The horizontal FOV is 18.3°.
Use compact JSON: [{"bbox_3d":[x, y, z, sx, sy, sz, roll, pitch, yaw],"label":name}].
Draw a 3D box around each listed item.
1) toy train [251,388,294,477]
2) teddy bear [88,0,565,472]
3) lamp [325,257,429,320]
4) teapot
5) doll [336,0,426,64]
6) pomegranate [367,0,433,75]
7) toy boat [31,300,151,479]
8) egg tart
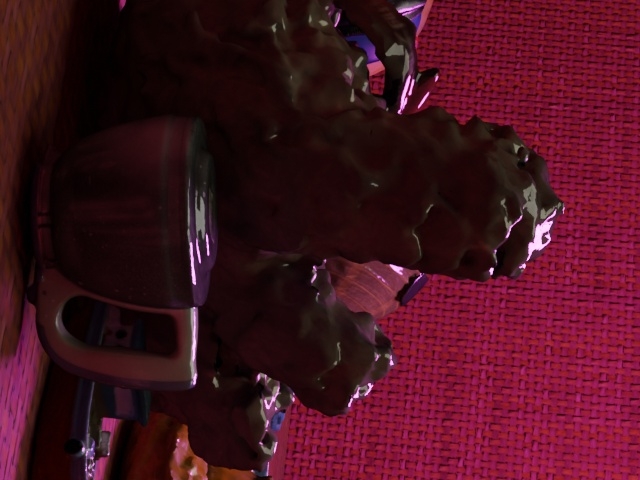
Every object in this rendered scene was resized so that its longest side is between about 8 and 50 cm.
[{"bbox_3d":[-0.094,0.210,1.873,0.194,0.120,0.298,-122,-143,-83],"label":"toy train"},{"bbox_3d":[-0.043,-0.027,1.323,0.357,0.224,0.367,61,-34,31],"label":"teddy bear"},{"bbox_3d":[0.000,0.000,2.098,0.250,0.250,0.284,87,21,-70],"label":"lamp"},{"bbox_3d":[-0.114,0.000,1.140,0.111,0.108,0.149,-83,172,-57],"label":"teapot"},{"bbox_3d":[0.003,-0.303,1.632,0.284,0.240,0.310,-36,132,-47],"label":"doll"},{"bbox_3d":[0.021,-0.295,2.297,0.233,0.233,0.233,5,90,-87],"label":"pomegranate"},{"bbox_3d":[-0.141,0.113,1.239,0.069,0.059,0.173,92,4,-47],"label":"toy boat"},{"bbox_3d":[-0.103,0.267,1.633,0.294,0.123,0.294,4,90,-86],"label":"egg tart"}]
